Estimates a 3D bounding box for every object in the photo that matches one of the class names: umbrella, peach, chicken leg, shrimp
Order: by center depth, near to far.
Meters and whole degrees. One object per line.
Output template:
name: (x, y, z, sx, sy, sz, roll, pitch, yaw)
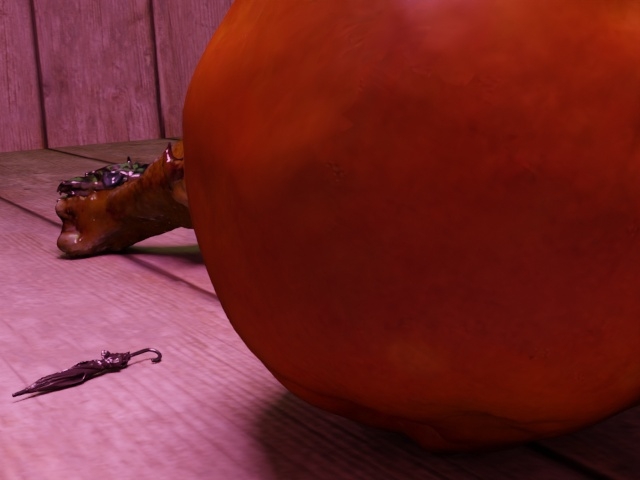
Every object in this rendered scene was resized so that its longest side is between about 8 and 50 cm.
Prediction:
peach: (0.085, -0.038, 0.585, 0.343, 0.301, 0.343, 9, -16, 3)
umbrella: (-0.162, 0.090, 0.761, 0.122, 0.013, 0.022, -11, 34, -44)
chicken leg: (-0.115, -0.048, 1.191, 0.211, 0.140, 0.361, 25, -26, -35)
shrimp: (-0.201, -0.087, 1.626, 0.445, 0.085, 0.272, -8, 5, -41)
